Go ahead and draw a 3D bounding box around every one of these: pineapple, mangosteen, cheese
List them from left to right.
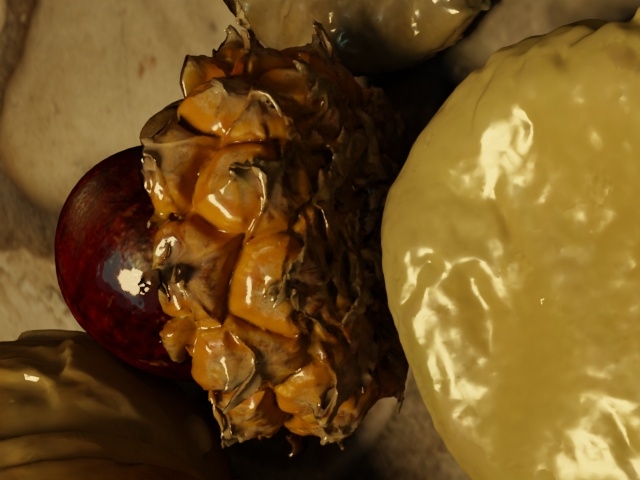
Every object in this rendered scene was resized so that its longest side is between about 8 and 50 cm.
[{"bbox_3d":[-0.071,-0.011,0.683,0.156,0.146,0.181,45,131,30],"label":"mangosteen"},{"bbox_3d":[0.000,0.000,0.585,0.076,0.225,0.224,-7,98,33],"label":"pineapple"},{"bbox_3d":[0.133,0.013,0.511,0.214,0.117,0.225,-25,80,41],"label":"cheese"}]

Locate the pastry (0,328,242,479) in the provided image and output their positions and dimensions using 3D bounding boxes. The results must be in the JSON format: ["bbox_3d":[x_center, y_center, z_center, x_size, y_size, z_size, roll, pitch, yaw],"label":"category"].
[{"bbox_3d":[-0.138,0.253,0.712,0.409,0.245,0.409,-176,90,-77],"label":"pastry"}]

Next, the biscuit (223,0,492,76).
[{"bbox_3d":[-0.018,-0.176,0.658,0.250,0.032,0.133,56,134,16],"label":"biscuit"}]
